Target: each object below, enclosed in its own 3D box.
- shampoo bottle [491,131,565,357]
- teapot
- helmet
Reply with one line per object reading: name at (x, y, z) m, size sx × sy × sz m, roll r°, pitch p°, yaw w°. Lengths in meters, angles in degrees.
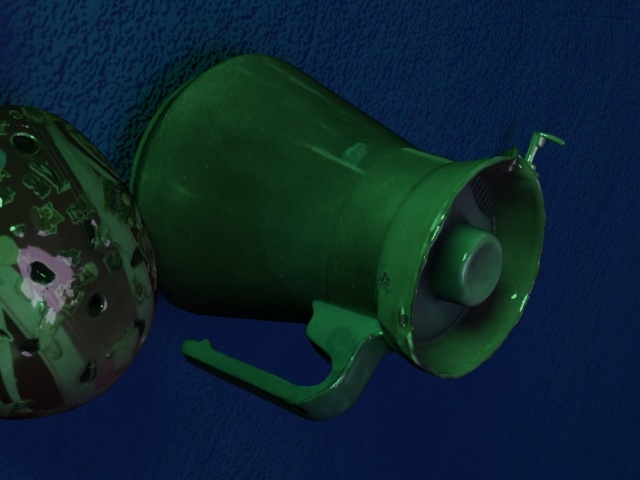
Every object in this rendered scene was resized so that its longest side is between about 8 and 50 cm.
shampoo bottle at (0.151, 0.000, 1.179) m, size 0.056 × 0.056 × 0.195 m, roll 20°, pitch 90°, yaw -54°
teapot at (0.000, 0.000, 0.842) m, size 0.203 × 0.225 × 0.171 m, roll -56°, pitch 141°, yaw -18°
helmet at (-0.148, 0.026, 0.744) m, size 0.153 × 0.107 × 0.177 m, roll -42°, pitch 151°, yaw -29°
